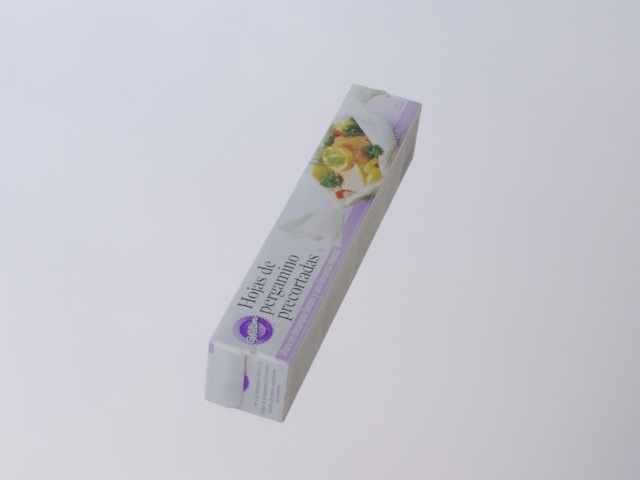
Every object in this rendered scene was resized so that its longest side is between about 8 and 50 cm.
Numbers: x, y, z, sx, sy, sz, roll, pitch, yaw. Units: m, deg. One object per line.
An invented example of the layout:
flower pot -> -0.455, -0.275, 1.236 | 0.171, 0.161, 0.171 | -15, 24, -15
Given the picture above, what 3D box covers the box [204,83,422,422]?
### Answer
box -> 0.000, 0.000, 1.401 | 0.324, 0.063, 0.067 | -63, -16, -45
